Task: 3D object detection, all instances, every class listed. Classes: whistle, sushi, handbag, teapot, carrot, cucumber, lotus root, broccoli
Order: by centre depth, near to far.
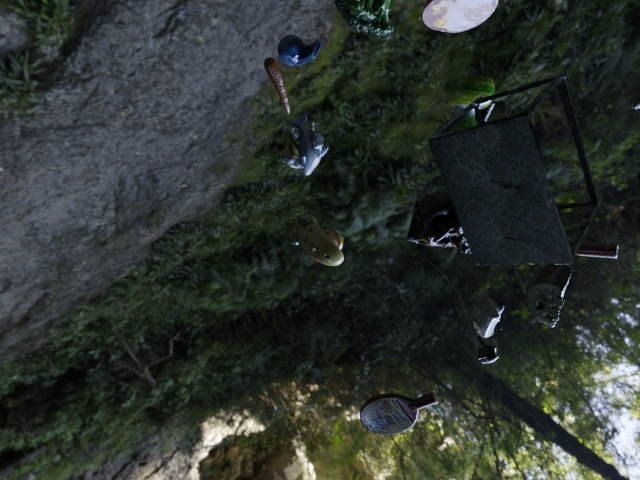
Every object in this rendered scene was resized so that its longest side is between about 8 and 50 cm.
[{"bbox_3d":[0.368,-0.657,1.133,0.205,0.116,0.179,-3,171,-14],"label":"handbag"},{"bbox_3d":[-0.074,-0.552,1.236,0.090,0.090,0.158,-36,-157,-23],"label":"whistle"},{"bbox_3d":[0.418,-0.078,1.400,0.227,0.215,0.212,14,-178,10],"label":"sushi"},{"bbox_3d":[0.171,-0.831,1.413,0.269,0.269,0.254,-19,164,40],"label":"broccoli"},{"bbox_3d":[-0.145,-0.540,1.510,0.048,0.216,0.048,-12,-136,12],"label":"carrot"},{"bbox_3d":[0.850,0.202,1.610,0.138,0.235,0.119,18,-138,38],"label":"lotus root"},{"bbox_3d":[0.624,-0.482,1.640,0.034,0.033,0.135,-90,-166,-47],"label":"cucumber"},{"bbox_3d":[0.657,0.435,1.719,0.080,0.110,0.085,-22,162,34],"label":"teapot"}]

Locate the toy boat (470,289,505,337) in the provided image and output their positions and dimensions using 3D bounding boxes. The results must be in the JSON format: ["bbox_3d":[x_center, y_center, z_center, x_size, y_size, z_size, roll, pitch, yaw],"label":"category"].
[{"bbox_3d":[0.699,0.312,1.795,0.140,0.269,0.141,-10,-123,16],"label":"toy boat"}]

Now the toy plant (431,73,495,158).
[{"bbox_3d":[0.523,-0.434,1.578,0.224,0.316,0.184,3,-167,-21],"label":"toy plant"}]

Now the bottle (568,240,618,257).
[{"bbox_3d":[1.000,0.032,1.588,0.164,0.060,0.060,4,-147,40],"label":"bottle"}]

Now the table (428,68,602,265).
[{"bbox_3d":[0.457,-0.157,0.988,0.222,0.335,0.272,-4,-150,49],"label":"table"}]

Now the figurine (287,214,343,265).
[{"bbox_3d":[0.000,0.000,1.837,0.324,0.222,0.124,44,-67,40],"label":"figurine"}]

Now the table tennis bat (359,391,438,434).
[{"bbox_3d":[0.293,0.644,1.626,0.310,0.200,0.038,-29,-160,20],"label":"table tennis bat"}]

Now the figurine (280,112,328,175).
[{"bbox_3d":[-0.065,-0.327,1.478,0.184,0.208,0.128,0,-160,46],"label":"figurine"}]

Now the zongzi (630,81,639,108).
[{"bbox_3d":[0.844,-0.365,1.101,0.040,0.076,0.083,-10,-140,-8],"label":"zongzi"}]
